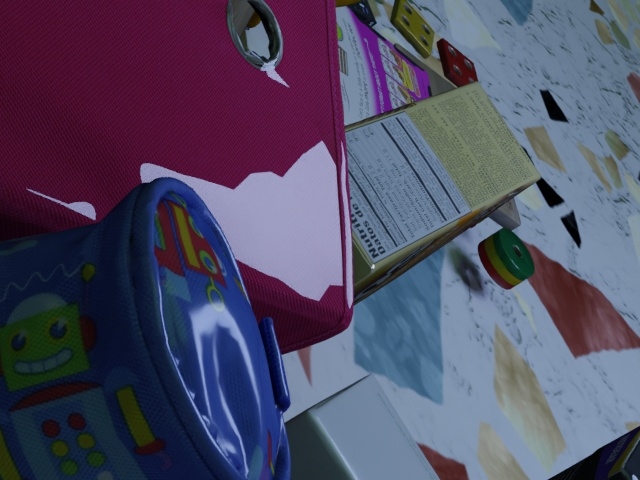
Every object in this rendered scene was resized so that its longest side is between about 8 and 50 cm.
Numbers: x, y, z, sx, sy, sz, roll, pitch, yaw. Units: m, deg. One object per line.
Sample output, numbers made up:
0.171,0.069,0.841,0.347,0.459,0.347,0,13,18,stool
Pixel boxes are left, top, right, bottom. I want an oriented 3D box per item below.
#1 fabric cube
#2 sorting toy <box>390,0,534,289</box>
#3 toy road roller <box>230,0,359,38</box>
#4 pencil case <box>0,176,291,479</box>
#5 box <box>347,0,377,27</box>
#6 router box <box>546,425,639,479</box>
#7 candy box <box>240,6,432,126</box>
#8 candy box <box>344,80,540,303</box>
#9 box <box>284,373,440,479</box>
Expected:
-0.168,-0.073,0.842,0.258,0.259,0.254,22,56,-50,fabric cube
0.097,-0.084,1.616,0.132,0.046,0.274,32,34,-40,sorting toy
-0.034,-0.226,1.272,0.241,0.202,0.329,18,40,-18,toy road roller
-0.157,0.076,0.699,0.133,0.306,0.119,22,52,-66,pencil case
-0.008,-0.187,1.539,0.083,0.062,0.052,22,40,-50,box
0.159,0.289,1.049,0.308,0.243,0.081,56,25,0,router box
-0.007,-0.116,1.445,0.233,0.071,0.159,36,31,-36,candy box
0.000,0.000,1.186,0.087,0.183,0.316,56,25,3,candy box
0.007,0.148,1.131,0.101,0.087,0.102,57,25,4,box
